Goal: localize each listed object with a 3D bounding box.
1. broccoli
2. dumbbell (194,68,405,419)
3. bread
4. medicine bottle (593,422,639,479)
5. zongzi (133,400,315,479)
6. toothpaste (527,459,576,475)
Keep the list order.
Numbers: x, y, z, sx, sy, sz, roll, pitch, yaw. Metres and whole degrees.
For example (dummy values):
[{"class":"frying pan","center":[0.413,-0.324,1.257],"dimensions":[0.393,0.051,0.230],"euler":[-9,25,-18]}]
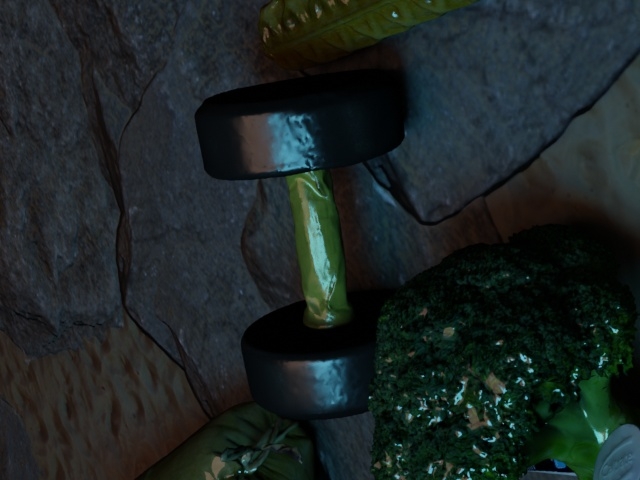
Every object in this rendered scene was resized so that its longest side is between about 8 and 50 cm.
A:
[{"class":"broccoli","center":[0.175,0.142,0.905],"dimensions":[0.297,0.297,0.297],"euler":[39,136,0]},{"class":"dumbbell","center":[0.000,0.000,1.064],"dimensions":[0.204,0.204,0.322],"euler":[6,111,46]},{"class":"bread","center":[0.063,-0.240,0.991],"dimensions":[0.368,0.084,0.077],"euler":[-13,54,48]},{"class":"medicine bottle","center":[0.320,0.208,0.800],"dimensions":[0.217,0.090,0.090],"euler":[22,135,-12]},{"class":"zongzi","center":[-0.042,0.444,1.377],"dimensions":[0.467,0.218,0.500],"euler":[42,126,-7]},{"class":"toothpaste","center":[0.212,0.207,1.043],"dimensions":[0.194,0.045,0.071],"euler":[-9,101,37]}]
